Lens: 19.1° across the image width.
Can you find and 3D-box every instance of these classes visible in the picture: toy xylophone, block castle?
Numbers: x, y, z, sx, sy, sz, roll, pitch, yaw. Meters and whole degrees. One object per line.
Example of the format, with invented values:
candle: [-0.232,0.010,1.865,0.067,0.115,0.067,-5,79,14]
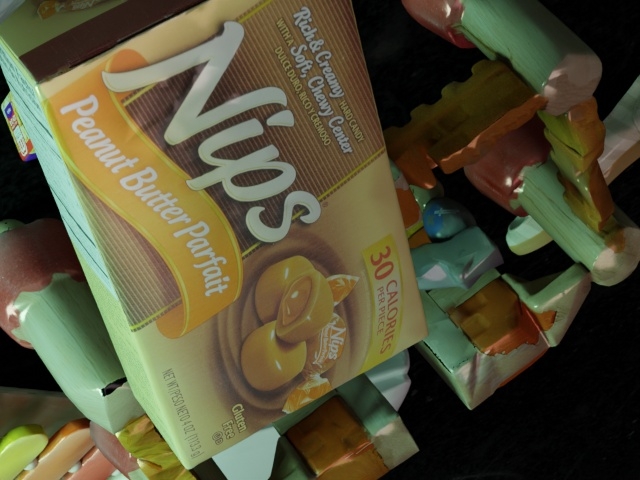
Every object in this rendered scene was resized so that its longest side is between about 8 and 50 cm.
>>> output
toy xylophone: [-0.297,0.204,1.562,0.322,0.081,0.236,3,137,-46]
block castle: [0.000,0.000,1.409,0.453,0.213,0.303,-36,141,-6]

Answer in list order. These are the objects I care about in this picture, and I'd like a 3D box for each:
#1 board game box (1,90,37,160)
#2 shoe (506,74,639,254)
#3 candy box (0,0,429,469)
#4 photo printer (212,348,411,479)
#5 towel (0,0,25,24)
board game box: [-0.111,-0.115,1.196,0.146,0.045,0.193,-20,174,-22]
shoe: [0.239,-0.069,1.706,0.219,0.058,0.076,-43,-178,29]
candy box: [-0.056,-0.030,1.117,0.183,0.087,0.316,-29,133,-14]
photo printer: [-0.073,0.208,1.774,0.256,0.107,0.307,-14,147,-31]
towel: [-0.210,-0.098,0.874,0.320,0.090,0.374,-48,-166,5]
